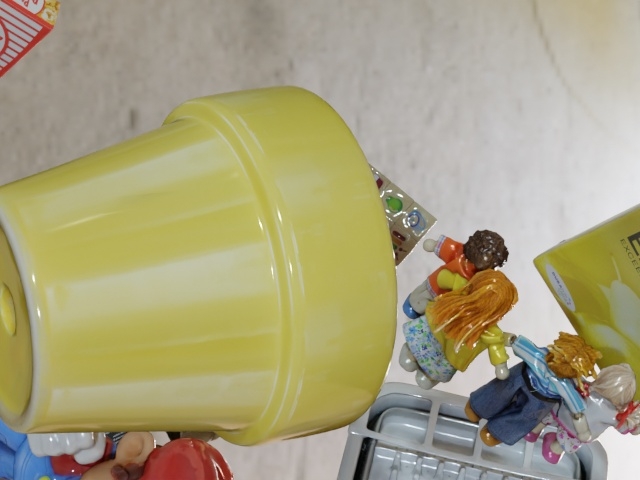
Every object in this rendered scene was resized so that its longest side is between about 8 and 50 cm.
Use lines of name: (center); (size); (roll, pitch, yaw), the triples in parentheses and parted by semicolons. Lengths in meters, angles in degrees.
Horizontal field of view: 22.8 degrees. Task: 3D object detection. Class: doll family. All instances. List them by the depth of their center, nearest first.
doll family: (0.170, 0.108, 1.423); (0.263, 0.163, 0.118); (45, 47, 4)

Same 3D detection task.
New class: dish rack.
dish rack: (0.149, 0.309, 1.676); (0.332, 0.286, 0.072); (-73, 174, -49)

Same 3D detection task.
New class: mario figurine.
mario figurine: (-0.211, 0.207, 1.276); (0.198, 0.321, 0.170); (29, 80, -48)

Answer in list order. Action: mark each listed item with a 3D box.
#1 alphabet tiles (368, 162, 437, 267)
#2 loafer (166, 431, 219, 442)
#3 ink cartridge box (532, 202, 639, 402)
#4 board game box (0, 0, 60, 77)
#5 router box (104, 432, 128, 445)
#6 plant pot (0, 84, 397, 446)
alphabet tiles: (0.000, 0.000, 2.049); (0.237, 0.198, 0.009); (-49, 169, -6)
loafer: (-0.147, 0.128, 1.446); (0.050, 0.148, 0.056); (-28, 157, -42)
ink cartridge box: (0.352, 0.101, 1.428); (0.072, 0.307, 0.303); (-29, 87, -20)
board game box: (-0.396, -0.250, 1.672); (0.193, 0.147, 0.045); (31, 46, -28)
router box: (-0.328, 0.109, 1.730); (0.081, 0.309, 0.242); (-21, 116, -35)
plant pot: (-0.111, 0.029, 1.100); (0.239, 0.254, 0.254); (-9, 100, -27)
